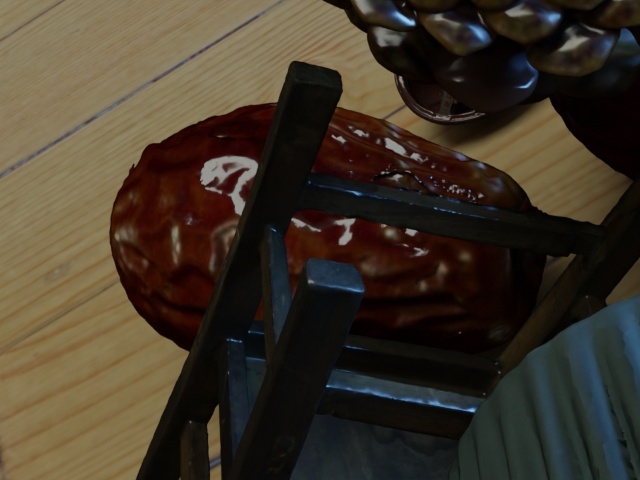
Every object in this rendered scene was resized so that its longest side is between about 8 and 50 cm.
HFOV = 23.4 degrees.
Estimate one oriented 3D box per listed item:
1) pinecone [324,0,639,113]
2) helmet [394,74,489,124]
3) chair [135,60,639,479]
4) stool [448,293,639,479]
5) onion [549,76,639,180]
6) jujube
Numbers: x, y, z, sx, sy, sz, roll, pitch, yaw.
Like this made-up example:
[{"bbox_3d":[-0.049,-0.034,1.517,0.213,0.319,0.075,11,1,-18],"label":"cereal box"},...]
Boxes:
[{"bbox_3d":[0.106,-0.198,0.802,0.264,0.264,0.264,-20,40,18],"label":"pinecone"},{"bbox_3d":[0.115,-0.129,1.190,0.111,0.057,0.089,-22,75,7],"label":"helmet"},{"bbox_3d":[0.037,0.139,0.881,0.240,0.416,0.203,10,39,-16],"label":"chair"},{"bbox_3d":[0.192,0.206,0.605,0.297,0.297,0.330,-25,34,12],"label":"stool"},{"bbox_3d":[0.246,-0.164,0.982,0.230,0.256,0.272,-26,6,-15],"label":"onion"},{"bbox_3d":[0.000,0.000,1.028,0.290,0.197,0.197,6,51,22],"label":"jujube"}]
